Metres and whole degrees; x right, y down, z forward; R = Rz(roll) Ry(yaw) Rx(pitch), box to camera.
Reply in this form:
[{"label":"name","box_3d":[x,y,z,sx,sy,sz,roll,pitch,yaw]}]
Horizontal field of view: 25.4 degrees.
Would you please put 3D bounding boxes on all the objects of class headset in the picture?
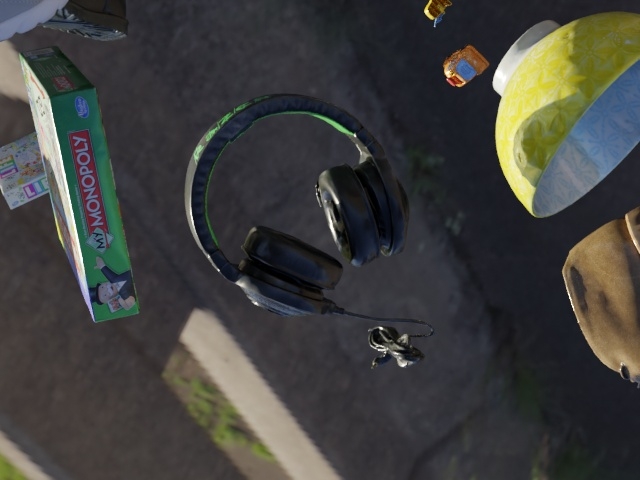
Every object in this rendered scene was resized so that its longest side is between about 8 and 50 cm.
[{"label":"headset","box_3d":[0.000,0.000,1.742,0.394,0.243,0.185,52,174,-15]}]

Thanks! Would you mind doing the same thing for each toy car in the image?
[{"label":"toy car","box_3d":[0.135,-0.215,1.564,0.060,0.040,0.122,4,141,52]}]

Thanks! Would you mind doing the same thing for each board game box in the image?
[{"label":"board game box","box_3d":[-0.242,-0.067,1.405,0.317,0.046,0.213,-140,39,-69]},{"label":"board game box","box_3d":[-0.381,-0.102,1.896,0.026,0.103,0.154,68,171,-30]}]

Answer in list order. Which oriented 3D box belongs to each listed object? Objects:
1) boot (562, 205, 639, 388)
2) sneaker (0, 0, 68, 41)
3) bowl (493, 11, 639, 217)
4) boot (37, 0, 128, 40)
[{"label":"boot","box_3d":[0.353,0.123,1.450,0.115,0.305,0.112,-28,173,19]},{"label":"sneaker","box_3d":[-0.203,-0.251,1.032,0.105,0.281,0.115,39,163,33]},{"label":"bowl","box_3d":[0.311,-0.186,1.792,0.156,0.289,0.289,44,159,20]},{"label":"boot","box_3d":[-0.365,-0.411,2.045,0.094,0.207,0.246,-5,173,34]}]
